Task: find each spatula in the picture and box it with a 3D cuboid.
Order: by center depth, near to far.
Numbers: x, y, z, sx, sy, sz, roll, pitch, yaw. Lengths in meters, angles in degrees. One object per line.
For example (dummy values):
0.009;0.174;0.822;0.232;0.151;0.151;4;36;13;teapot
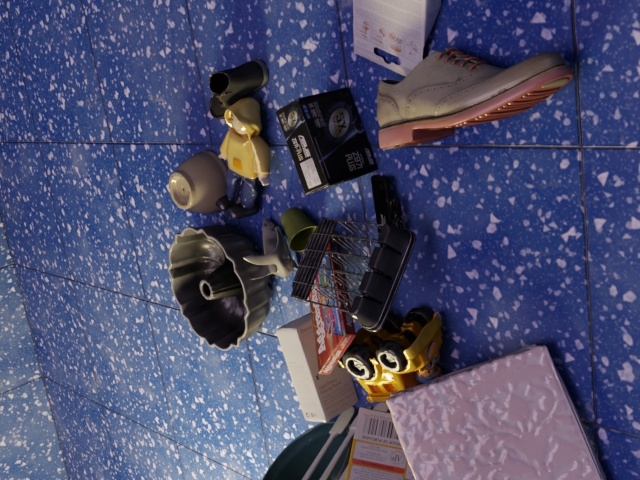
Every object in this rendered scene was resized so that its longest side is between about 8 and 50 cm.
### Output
0.052;0.458;1.759;0.168;0.242;0.019;-13;120;48;spatula

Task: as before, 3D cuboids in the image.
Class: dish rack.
0.051;0.055;1.571;0.271;0.074;0.208;8;72;55;dish rack

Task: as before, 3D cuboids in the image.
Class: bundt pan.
-0.244;0.106;2.006;0.330;0.124;0.331;23;123;41;bundt pan

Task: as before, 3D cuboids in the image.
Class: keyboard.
0.147;-0.037;1.597;0.100;0.038;0.192;-151;49;-66;keyboard

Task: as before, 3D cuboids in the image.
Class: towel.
0.322;0.383;1.453;0.331;0.053;0.317;-22;88;20;towel

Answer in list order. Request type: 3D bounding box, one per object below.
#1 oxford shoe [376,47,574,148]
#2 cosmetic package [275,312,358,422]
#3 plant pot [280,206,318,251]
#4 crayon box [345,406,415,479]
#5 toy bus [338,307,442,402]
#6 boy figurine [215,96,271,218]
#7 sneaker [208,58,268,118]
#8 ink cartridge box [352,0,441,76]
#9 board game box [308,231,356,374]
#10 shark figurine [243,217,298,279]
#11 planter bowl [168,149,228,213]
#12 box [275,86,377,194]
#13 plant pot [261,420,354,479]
0.231;-0.260;1.321;0.397;0.140;0.147;-11;91;47;oxford shoe
-0.007;0.292;1.834;0.085;0.117;0.231;-11;100;48;cosmetic package
-0.052;-0.031;1.778;0.079;0.083;0.083;57;140;30;plant pot
0.151;0.520;1.594;0.203;0.083;0.323;7;70;18;crayon box
0.174;0.266;1.617;0.220;0.149;0.211;-19;106;47;toy bus
-0.177;-0.191;1.830;0.177;0.092;0.285;38;135;34;boy figurine
-0.225;-0.339;1.793;0.222;0.118;0.083;-33;81;49;sneaker
0.136;-0.421;1.433;0.181;0.056;0.225;34;148;33;ink cartridge box
0.017;0.129;1.687;0.281;0.027;0.145;-99;27;-42;board game box
-0.113;0.055;1.774;0.278;0.116;0.166;-110;-6;-78;shark figurine
-0.313;-0.137;1.986;0.162;0.109;0.162;23;123;41;planter bowl
0.014;-0.200;1.572;0.077;0.147;0.180;-18;92;49;box
0.016;0.605;1.850;0.196;0.293;0.293;48;143;-17;plant pot
